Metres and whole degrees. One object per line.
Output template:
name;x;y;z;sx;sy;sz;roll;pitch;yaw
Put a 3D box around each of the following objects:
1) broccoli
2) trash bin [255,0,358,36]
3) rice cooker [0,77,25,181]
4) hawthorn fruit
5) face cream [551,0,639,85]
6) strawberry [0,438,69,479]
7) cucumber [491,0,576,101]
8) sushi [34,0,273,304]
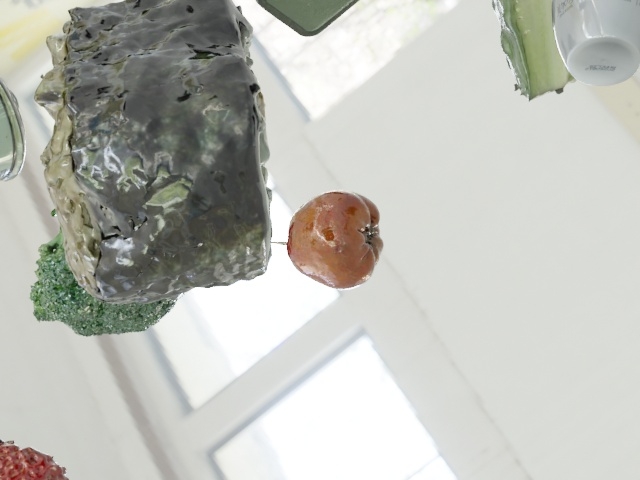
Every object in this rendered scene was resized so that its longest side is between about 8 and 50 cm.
broccoli;-0.316;0.025;1.836;0.294;0.265;0.245;15;-124;-65
trash bin;-0.037;-0.535;1.966;0.158;0.223;0.343;25;-145;-52
rice cooker;-0.676;-0.199;2.208;0.264;0.316;0.317;22;171;39
hawthorn fruit;0.016;0.002;1.500;0.125;0.140;0.125;31;-143;-27
face cream;0.251;-0.193;1.094;0.091;0.091;0.095;42;-137;-38
strawberry;-0.533;0.488;2.059;0.261;0.261;0.258;51;-137;0
cucumber;0.218;-0.304;1.243;0.105;0.145;0.325;48;161;48
sushi;-0.130;-0.083;1.003;0.350;0.171;0.210;-101;7;-60
